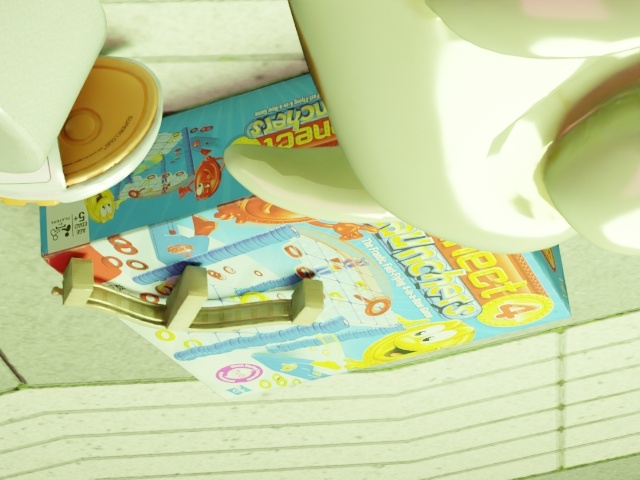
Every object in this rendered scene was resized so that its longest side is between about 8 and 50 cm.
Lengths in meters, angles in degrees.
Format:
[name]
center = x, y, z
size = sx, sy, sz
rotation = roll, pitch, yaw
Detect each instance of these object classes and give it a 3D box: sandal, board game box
[sandal]
center = -0.230, -0.078, 0.946
size = 0.265, 0.102, 0.076
rotation = -3, 155, -1
[board game box]
center = 0.000, 0.000, 1.152
size = 0.302, 0.086, 0.308
rotation = -15, 150, 17

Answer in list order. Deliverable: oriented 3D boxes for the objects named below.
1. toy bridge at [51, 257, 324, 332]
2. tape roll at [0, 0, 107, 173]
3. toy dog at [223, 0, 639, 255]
[toy bridge]
center = -0.095, 0.043, 1.093
size = 0.188, 0.026, 0.063
rotation = 6, 151, -20
[tape roll]
center = -0.275, -0.144, 0.637
size = 0.392, 0.072, 0.392
rotation = 24, 170, 5
[toy dog]
center = 0.047, -0.173, 0.686
size = 0.395, 0.284, 0.408
rotation = -15, 147, 37
